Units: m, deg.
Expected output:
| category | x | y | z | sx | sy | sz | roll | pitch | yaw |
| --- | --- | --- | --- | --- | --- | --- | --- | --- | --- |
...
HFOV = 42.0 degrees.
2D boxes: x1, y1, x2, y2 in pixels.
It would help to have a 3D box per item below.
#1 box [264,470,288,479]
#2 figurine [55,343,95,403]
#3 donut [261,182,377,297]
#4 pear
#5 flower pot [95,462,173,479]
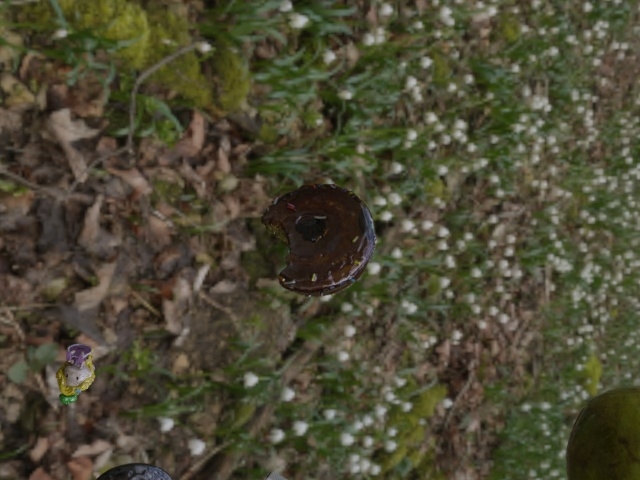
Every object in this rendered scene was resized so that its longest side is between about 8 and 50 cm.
| category | x | y | z | sx | sy | sz | roll | pitch | yaw |
| --- | --- | --- | --- | --- | --- | --- | --- | --- | --- |
| box | -0.013 | 0.686 | 1.811 | 0.214 | 0.353 | 0.069 | -61 | 174 | 11 |
| figurine | -0.640 | 0.351 | 2.209 | 0.115 | 0.094 | 0.156 | -33 | 135 | -73 |
| donut | 0.000 | 0.001 | 1.589 | 0.230 | 0.216 | 0.096 | 60 | -6 | 31 |
| pear | 0.572 | 0.401 | 1.505 | 0.321 | 0.269 | 0.269 | -55 | 154 | -44 |
| flower pot | -0.398 | 0.637 | 1.777 | 0.267 | 0.266 | 0.267 | -109 | -164 | -56 |
